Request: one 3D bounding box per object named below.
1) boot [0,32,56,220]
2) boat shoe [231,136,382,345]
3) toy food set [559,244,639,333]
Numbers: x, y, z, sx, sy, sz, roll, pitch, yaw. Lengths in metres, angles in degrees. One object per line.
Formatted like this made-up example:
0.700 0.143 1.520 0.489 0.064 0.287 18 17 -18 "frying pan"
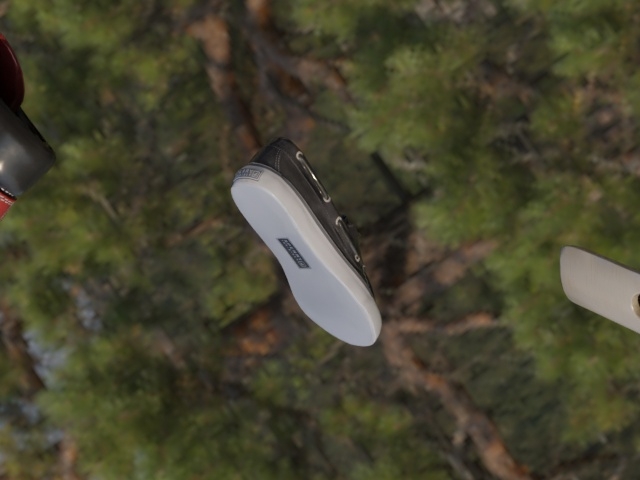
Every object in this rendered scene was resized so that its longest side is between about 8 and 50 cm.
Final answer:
-0.263 -0.069 0.822 0.244 0.176 0.088 36 179 20 "boot"
0.000 0.000 1.335 0.080 0.076 0.228 -1 137 43 "boat shoe"
0.363 0.037 1.159 0.220 0.306 0.092 26 112 45 "toy food set"
